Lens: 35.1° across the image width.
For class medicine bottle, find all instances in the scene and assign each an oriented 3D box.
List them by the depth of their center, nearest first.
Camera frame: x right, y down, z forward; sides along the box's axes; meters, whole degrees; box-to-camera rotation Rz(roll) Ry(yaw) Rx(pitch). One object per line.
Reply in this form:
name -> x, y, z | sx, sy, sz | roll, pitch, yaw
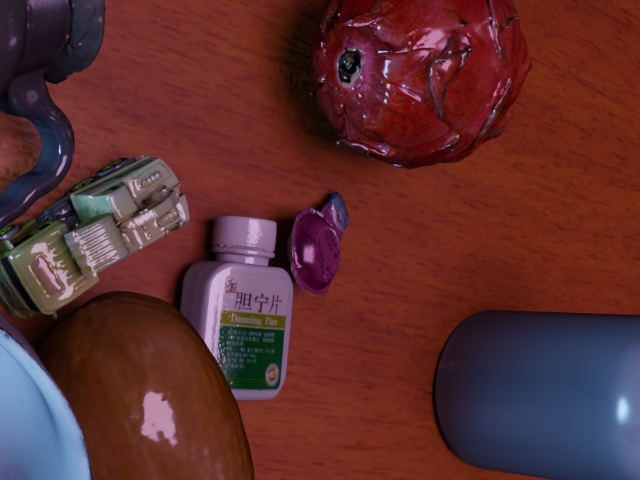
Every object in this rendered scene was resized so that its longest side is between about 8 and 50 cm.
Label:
medicine bottle -> -0.085, 0.069, 1.034 | 0.119, 0.069, 0.183 | 9, 83, -43

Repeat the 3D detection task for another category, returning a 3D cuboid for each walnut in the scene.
walnut -> -0.160, 0.192, 0.899 | 0.203, 0.203, 0.298 | -19, 101, -36

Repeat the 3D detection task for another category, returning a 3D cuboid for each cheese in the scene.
cheese -> 0.000, 0.000, 1.099 | 0.145, 0.038, 0.095 | -57, 132, -49

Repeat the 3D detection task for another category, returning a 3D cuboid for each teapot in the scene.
teapot -> -0.280, -0.154, 0.787 | 0.285, 0.223, 0.305 | -30, 95, -41

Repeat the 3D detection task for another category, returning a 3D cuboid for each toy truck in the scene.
toy truck -> -0.199, -0.007, 0.914 | 0.191, 0.116, 0.085 | -37, 110, -32

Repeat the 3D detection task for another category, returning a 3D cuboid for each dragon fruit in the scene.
dragon fruit -> 0.107, -0.189, 1.086 | 0.252, 0.241, 0.241 | -16, 101, -22

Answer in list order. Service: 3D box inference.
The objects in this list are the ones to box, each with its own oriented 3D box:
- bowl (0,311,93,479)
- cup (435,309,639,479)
bowl -> -0.333, 0.131, 0.754 | 0.345, 0.157, 0.345 | -2, 116, -3
cup -> 0.311, 0.187, 1.189 | 0.205, 0.312, 0.205 | 2, 87, -37
